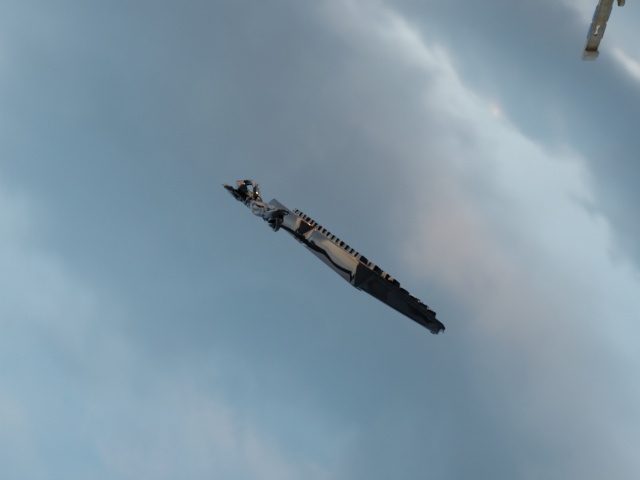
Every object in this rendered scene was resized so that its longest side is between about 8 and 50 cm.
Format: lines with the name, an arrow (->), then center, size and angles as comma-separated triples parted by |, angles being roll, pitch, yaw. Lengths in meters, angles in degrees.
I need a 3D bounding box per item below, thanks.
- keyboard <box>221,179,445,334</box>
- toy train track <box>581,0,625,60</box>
keyboard -> 0.000, 0.000, 0.880 | 0.202, 0.033, 0.317 | 31, -178, -25
toy train track -> 0.199, -0.160, 0.567 | 0.048, 0.083, 0.014 | 1, -135, -4
